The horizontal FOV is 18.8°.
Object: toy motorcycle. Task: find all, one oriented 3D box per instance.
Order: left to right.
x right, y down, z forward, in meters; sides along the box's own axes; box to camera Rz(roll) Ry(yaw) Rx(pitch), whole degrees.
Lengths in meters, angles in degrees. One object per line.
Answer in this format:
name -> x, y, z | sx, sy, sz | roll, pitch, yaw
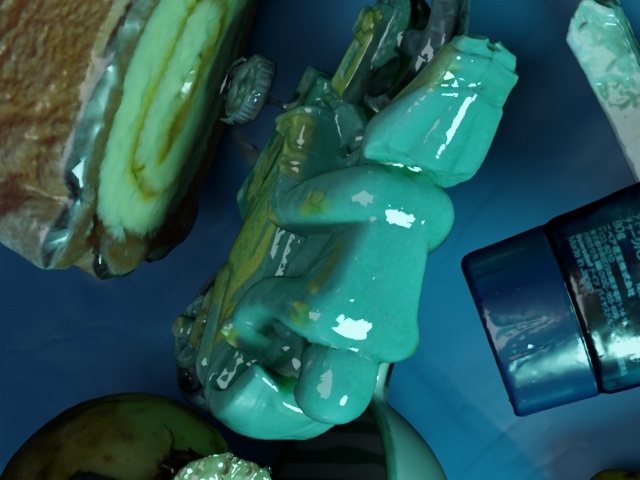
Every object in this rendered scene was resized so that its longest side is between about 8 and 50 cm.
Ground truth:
toy motorcycle -> 0.001, -0.001, 1.000 | 0.296, 0.109, 0.198 | -60, 27, 23

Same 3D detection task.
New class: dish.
dish -> 0.031, 0.169, 1.062 | 0.078, 0.224, 0.246 | 13, 88, -20

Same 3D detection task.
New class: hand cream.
hand cream -> 0.209, 0.005, 0.948 | 0.271, 0.061, 0.120 | -19, 90, 5

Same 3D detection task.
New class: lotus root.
lotus root -> -0.102, 0.168, 1.062 | 0.169, 0.141, 0.314 | 53, 161, -5

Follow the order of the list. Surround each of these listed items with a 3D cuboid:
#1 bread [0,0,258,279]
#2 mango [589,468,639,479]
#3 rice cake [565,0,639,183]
bread -> -0.108, -0.111, 1.051 | 0.123, 0.190, 0.244 | 24, 96, 17
mango -> 0.222, 0.156, 0.992 | 0.190, 0.075, 0.098 | -5, 80, 31
rice cake -> 0.178, -0.030, 1.001 | 0.034, 0.043, 0.210 | -24, 88, 18
